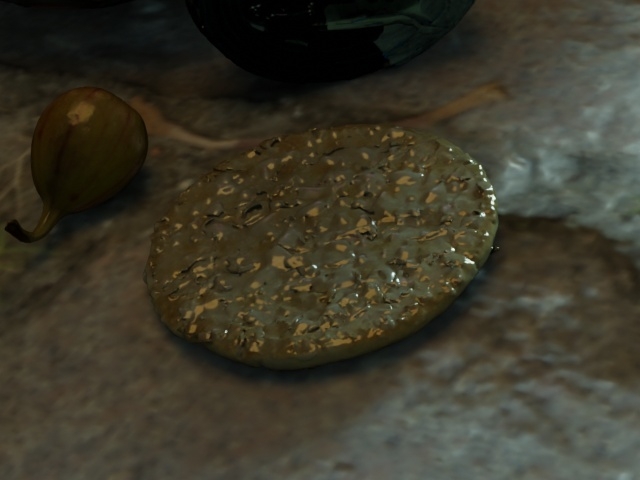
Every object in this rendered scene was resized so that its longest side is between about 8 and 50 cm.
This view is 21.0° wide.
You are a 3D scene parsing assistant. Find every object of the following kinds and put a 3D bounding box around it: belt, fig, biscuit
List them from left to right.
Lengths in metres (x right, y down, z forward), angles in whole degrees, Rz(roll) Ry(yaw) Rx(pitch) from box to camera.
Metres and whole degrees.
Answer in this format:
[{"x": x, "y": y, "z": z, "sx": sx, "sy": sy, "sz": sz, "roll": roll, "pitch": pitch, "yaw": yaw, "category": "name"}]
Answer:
[{"x": -0.111, "y": -0.030, "z": 0.760, "sx": 0.050, "sy": 0.050, "sz": 0.083, "roll": 13, "pitch": 57, "yaw": 29, "category": "fig"}, {"x": 0.000, "y": 0.000, "z": 0.710, "sx": 0.152, "sy": 0.020, "sz": 0.152, "roll": -9, "pitch": 40, "yaw": 8, "category": "biscuit"}, {"x": 0.006, "y": -0.124, "z": 0.792, "sx": 0.140, "sy": 0.105, "sz": 0.058, "roll": -10, "pitch": 43, "yaw": -5, "category": "belt"}]

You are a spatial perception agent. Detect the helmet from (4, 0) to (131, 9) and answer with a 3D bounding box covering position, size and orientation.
[{"x": -0.120, "y": -0.187, "z": 0.866, "sx": 0.253, "sy": 0.154, "sz": 0.198, "roll": -29, "pitch": -9, "yaw": 39, "category": "helmet"}]
